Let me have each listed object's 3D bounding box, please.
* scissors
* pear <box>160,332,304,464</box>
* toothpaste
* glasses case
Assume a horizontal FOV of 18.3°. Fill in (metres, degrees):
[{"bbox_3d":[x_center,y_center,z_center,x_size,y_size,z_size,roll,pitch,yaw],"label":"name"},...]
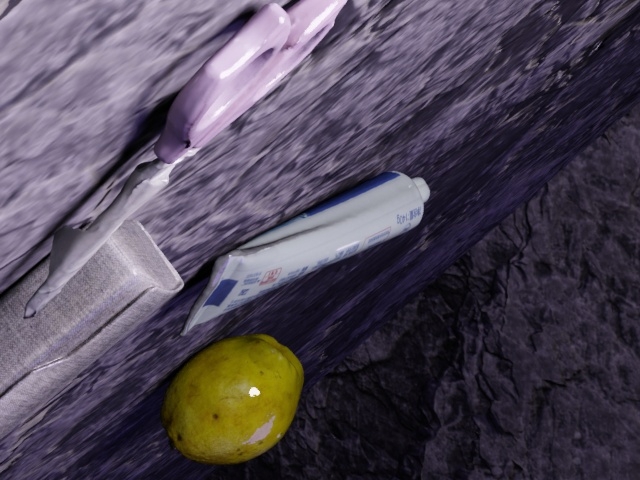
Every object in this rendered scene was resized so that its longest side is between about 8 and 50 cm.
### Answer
[{"bbox_3d":[-0.069,-0.033,0.841,0.212,0.021,0.110,-42,176,31],"label":"scissors"},{"bbox_3d":[-0.075,0.137,1.676,0.131,0.107,0.107,-43,174,3],"label":"pear"},{"bbox_3d":[-0.001,0.000,1.378,0.069,0.047,0.268,-19,-175,39],"label":"toothpaste"},{"bbox_3d":[-0.160,0.070,0.950,0.205,0.047,0.071,-39,173,9],"label":"glasses case"}]
